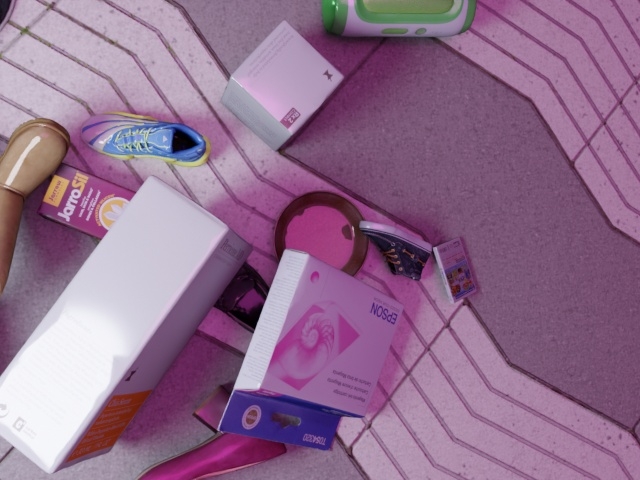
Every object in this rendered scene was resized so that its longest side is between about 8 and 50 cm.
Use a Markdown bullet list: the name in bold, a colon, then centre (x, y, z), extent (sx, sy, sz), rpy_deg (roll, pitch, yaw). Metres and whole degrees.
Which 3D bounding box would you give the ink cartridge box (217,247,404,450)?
- **ink cartridge box**: centre (0.000, 0.220, 1.233), extent (0.324, 0.071, 0.330), rpy_deg (29, 77, -47)

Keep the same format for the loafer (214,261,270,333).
- **loafer**: centre (-0.134, 0.114, 1.276), extent (0.302, 0.095, 0.109), rpy_deg (42, 80, -9)

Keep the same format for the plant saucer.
- **plant saucer**: centre (0.000, 0.000, 1.348), extent (0.198, 0.036, 0.199), rpy_deg (1, 87, -15)

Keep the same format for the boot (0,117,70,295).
- **boot**: centre (-0.501, -0.039, 1.088), extent (0.089, 0.236, 0.269), rpy_deg (30, 39, -36)

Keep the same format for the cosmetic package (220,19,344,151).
- **cosmetic package**: centre (-0.077, -0.283, 1.268), extent (0.151, 0.183, 0.151), rpy_deg (42, 78, -9)

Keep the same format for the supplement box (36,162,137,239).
- **supplement box**: centre (-0.399, -0.056, 1.228), extent (0.188, 0.081, 0.104), rpy_deg (23, 82, -12)

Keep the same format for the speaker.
- **speaker**: centre (0.159, -0.478, 1.369), extent (0.296, 0.131, 0.131), rpy_deg (-5, 88, -14)

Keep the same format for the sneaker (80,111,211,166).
- **sneaker**: centre (-0.316, -0.194, 1.233), extent (0.240, 0.126, 0.091), rpy_deg (6, 85, -14)

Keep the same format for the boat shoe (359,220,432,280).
- **boat shoe**: centre (0.147, 0.022, 1.350), extent (0.183, 0.065, 0.083), rpy_deg (21, 83, -31)

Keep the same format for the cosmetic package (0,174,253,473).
- **cosmetic package**: centre (-0.320, 0.138, 1.125), extent (0.161, 0.230, 0.453), rpy_deg (34, 85, 9)

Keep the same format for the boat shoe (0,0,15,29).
- **boat shoe**: centre (-0.628, -0.391, 1.183), extent (0.114, 0.091, 0.303), rpy_deg (20, 82, -12)

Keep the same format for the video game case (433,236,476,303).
- **video game case**: centre (0.281, 0.061, 1.408), extent (0.087, 0.011, 0.122), rpy_deg (-19, 92, -43)

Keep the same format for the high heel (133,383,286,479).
- **high heel**: centre (-0.236, 0.454, 1.211), extent (0.181, 0.127, 0.377), rpy_deg (41, 75, 2)
